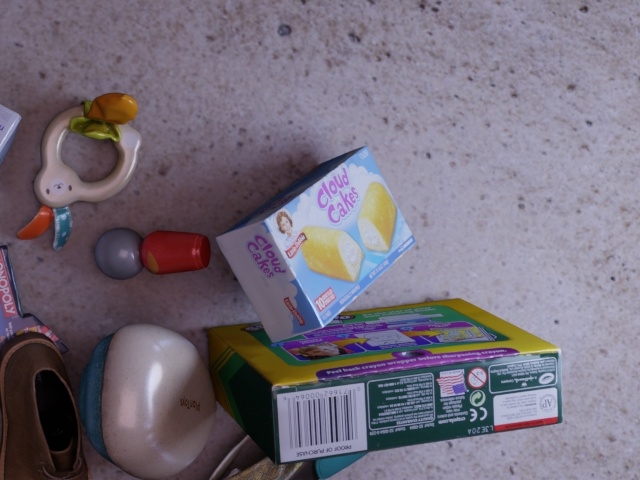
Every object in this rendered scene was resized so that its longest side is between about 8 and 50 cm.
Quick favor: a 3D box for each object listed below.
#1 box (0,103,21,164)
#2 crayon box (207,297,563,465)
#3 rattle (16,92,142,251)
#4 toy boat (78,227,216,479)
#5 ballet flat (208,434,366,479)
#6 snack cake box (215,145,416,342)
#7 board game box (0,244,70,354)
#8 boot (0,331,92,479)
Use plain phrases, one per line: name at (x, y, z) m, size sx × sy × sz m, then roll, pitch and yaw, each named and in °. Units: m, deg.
box at (-0.523, -0.101, 1.672) m, size 0.262 × 0.127 × 0.231 m, roll 28°, pitch 74°, yaw -9°
crayon box at (0.070, 0.167, 1.790) m, size 0.363 × 0.313 × 0.106 m, roll -6°, pitch 100°, yaw -17°
rattle at (-0.295, -0.080, 1.773) m, size 0.130 × 0.143 × 0.199 m, roll 46°, pitch 71°, yaw -32°
toy boat at (-0.221, 0.137, 1.776) m, size 0.148 × 0.267 × 0.318 m, roll -1°, pitch 73°, yaw 16°
ballet flat at (-0.037, 0.281, 1.877) m, size 0.348 × 0.123 × 0.123 m, roll -36°, pitch 101°, yaw -15°
snack cake box at (0.000, 0.000, 1.816) m, size 0.264 × 0.089 × 0.152 m, roll -39°, pitch 106°, yaw -51°
board game box at (-0.419, 0.108, 1.774) m, size 0.194 × 0.060 × 0.194 m, roll -12°, pitch 94°, yaw -18°
boot at (-0.332, 0.272, 1.751) m, size 0.112 × 0.115 × 0.305 m, roll -16°, pitch 115°, yaw -22°
